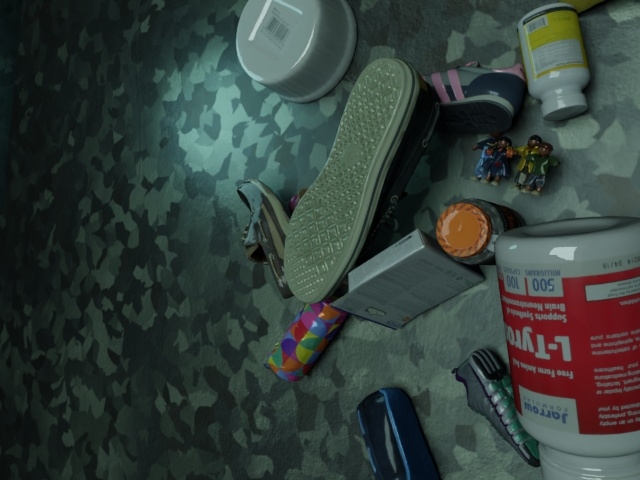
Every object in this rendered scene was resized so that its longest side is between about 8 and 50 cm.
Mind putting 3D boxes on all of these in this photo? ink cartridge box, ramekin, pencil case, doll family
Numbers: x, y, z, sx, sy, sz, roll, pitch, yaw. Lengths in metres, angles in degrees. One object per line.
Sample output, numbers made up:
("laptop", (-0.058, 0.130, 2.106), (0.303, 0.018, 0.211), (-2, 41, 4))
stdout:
("ink cartridge box", (0.162, 0.082, 1.109), (0.224, 0.223, 0.045), (-35, 51, 27))
("ramekin", (-0.066, -0.472, 1.354), (0.277, 0.135, 0.277), (-2, 86, 36))
("pencil case", (-0.031, 0.212, 1.316), (0.104, 0.104, 0.236), (47, 112, 28))
("doll family", (0.355, -0.153, 1.077), (0.193, 0.076, 0.111), (20, 104, 37))

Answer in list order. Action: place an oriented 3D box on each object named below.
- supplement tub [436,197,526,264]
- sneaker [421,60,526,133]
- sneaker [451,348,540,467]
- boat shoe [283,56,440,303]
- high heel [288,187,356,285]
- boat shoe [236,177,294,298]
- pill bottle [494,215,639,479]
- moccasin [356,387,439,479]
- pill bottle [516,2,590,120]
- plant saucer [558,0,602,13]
("supplement tub", (0.288, -0.013, 1.042), (0.117, 0.190, 0.116), (-2, 87, 35))
("sneaker", (0.255, -0.293, 1.155), (0.319, 0.112, 0.131), (18, 69, 39))
("sneaker", (0.331, 0.316, 1.079), (0.098, 0.083, 0.223), (-53, 54, 45))
("boat shoe", (0.079, -0.092, 1.111), (0.187, 0.156, 0.500), (39, 113, 40))
("high heel", (0.000, 0.000, 1.338), (0.244, 0.082, 0.117), (56, 162, 5))
("boat shoe", (-0.121, -0.011, 1.326), (0.130, 0.132, 0.355), (-32, 51, -8))
("pill bottle", (0.410, 0.178, 0.903), (0.229, 0.229, 0.407), (-5, 97, 35))
("moccasin", (0.161, 0.473, 1.162), (0.117, 0.138, 0.341), (-31, 56, 34))
("pill bottle", (0.413, -0.311, 1.024), (0.103, 0.103, 0.184), (-13, 80, 34))
("plant saucer", (0.483, -0.579, 0.914), (0.333, 0.081, 0.332), (-9, 82, 64))
